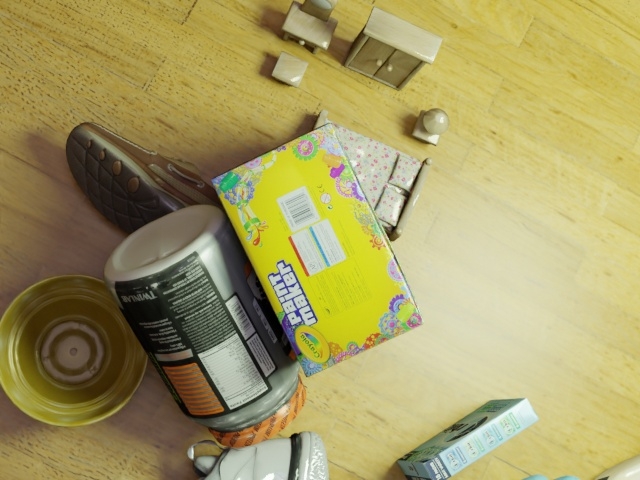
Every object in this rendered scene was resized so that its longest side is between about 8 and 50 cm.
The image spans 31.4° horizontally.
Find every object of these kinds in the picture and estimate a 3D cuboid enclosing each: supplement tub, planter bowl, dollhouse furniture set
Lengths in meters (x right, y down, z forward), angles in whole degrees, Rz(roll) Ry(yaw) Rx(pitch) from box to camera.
[{"bbox_3d":[-0.152,0.125,1.600,0.194,0.193,0.316,-32,116,-14],"label":"supplement tub"},{"bbox_3d":[-0.358,0.159,1.647,0.217,0.090,0.217,2,82,-11],"label":"planter bowl"},{"bbox_3d":[0.035,-0.161,1.730,0.303,0.174,0.355,24,78,-6],"label":"dollhouse furniture set"}]

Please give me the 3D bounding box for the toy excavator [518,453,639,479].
[{"bbox_3d":[0.379,0.415,1.699,0.433,0.445,0.222,-28,90,31],"label":"toy excavator"}]

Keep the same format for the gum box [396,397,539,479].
[{"bbox_3d":[0.217,0.300,1.706,0.184,0.157,0.041,-30,88,-13],"label":"gum box"}]

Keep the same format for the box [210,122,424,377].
[{"bbox_3d":[0.000,0.000,1.593,0.177,0.279,0.290,-25,95,4],"label":"box"}]

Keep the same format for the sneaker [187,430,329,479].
[{"bbox_3d":[-0.099,0.457,1.636,0.210,0.137,0.365,3,77,-9],"label":"sneaker"}]

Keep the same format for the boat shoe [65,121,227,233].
[{"bbox_3d":[-0.235,-0.067,1.702,0.324,0.123,0.116,40,42,-6],"label":"boat shoe"}]
